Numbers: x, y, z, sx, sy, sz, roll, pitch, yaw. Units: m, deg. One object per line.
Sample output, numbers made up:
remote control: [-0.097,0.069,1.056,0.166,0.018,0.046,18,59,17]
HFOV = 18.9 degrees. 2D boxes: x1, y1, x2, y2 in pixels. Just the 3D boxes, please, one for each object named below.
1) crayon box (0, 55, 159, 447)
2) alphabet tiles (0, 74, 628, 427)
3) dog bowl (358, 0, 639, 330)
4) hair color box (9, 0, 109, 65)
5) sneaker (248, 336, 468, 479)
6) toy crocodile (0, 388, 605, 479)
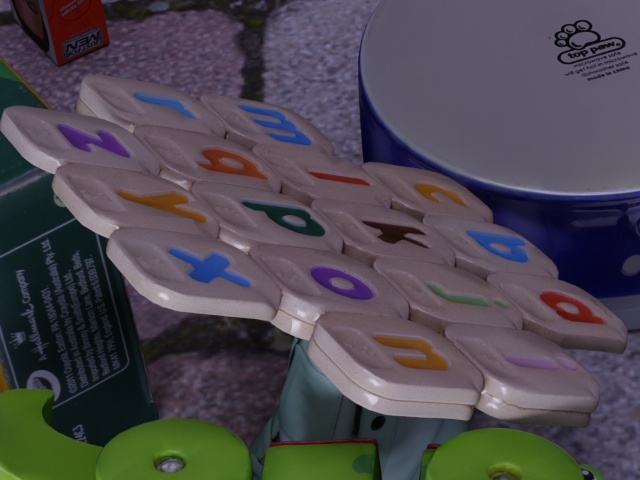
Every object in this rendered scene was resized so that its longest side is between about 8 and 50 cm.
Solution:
crayon box: [-0.219,-0.038,1.068,0.083,0.203,0.323,-28,46,-20]
alphabet tiles: [0.000,0.000,0.890,0.278,0.021,0.284,6,25,-38]
dog bowl: [0.154,-0.075,1.127,0.264,0.104,0.265,-4,43,3]
hair color box: [-0.184,-0.194,1.273,0.043,0.141,0.072,-27,46,-20]
sneaker: [-0.028,0.115,0.916,0.094,0.151,0.256,28,55,30]
toy crocodile: [0.011,0.127,0.819,0.340,0.115,0.105,3,32,6]
